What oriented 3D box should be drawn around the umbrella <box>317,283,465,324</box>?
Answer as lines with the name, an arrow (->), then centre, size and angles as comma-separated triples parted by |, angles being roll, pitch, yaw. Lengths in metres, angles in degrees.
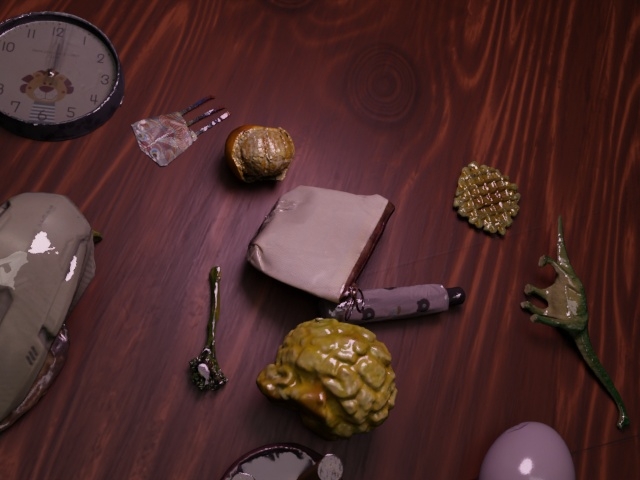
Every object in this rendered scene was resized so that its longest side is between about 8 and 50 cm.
umbrella -> 0.159, 0.137, 1.280 | 0.337, 0.067, 0.073 | -4, 81, -16

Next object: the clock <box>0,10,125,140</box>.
clock -> -0.593, -0.367, 1.300 | 0.312, 0.061, 0.312 | 5, 68, -12

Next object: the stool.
stool -> -0.058, 0.491, 1.023 | 0.272, 0.178, 0.272 | 4, 69, -11

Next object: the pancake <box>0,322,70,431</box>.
pancake -> -0.611, 0.204, 1.075 | 0.294, 0.049, 0.294 | 4, 71, -11

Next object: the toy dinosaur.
toy dinosaur -> 0.622, 0.173, 1.368 | 0.301, 0.087, 0.447 | 21, 72, -4

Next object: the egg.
egg -> 0.403, 0.463, 1.148 | 0.176, 0.176, 0.232 | 31, 63, 0

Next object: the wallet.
wallet -> 0.001, -0.002, 1.238 | 0.275, 0.068, 0.335 | 17, 47, 13

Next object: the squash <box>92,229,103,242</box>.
squash -> -0.589, 0.034, 1.117 | 0.289, 0.111, 0.203 | 13, 68, -10

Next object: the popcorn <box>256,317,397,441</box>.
popcorn -> 0.011, 0.266, 1.125 | 0.251, 0.206, 0.237 | -20, 89, -8

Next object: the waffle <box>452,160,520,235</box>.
waffle -> 0.412, -0.104, 1.454 | 0.169, 0.036, 0.183 | 25, 66, -5

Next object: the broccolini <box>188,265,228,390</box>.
broccolini -> -0.223, 0.178, 1.196 | 0.057, 0.071, 0.254 | -16, 59, 24

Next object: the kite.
kite -> -0.315, -0.268, 1.354 | 0.229, 0.016, 0.127 | -38, 85, -23

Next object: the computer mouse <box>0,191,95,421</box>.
computer mouse -> -0.540, 0.107, 0.993 | 0.228, 0.145, 0.429 | 27, 79, -17

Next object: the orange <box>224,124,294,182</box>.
orange -> -0.134, -0.189, 1.298 | 0.156, 0.156, 0.134 | -4, 112, -15
